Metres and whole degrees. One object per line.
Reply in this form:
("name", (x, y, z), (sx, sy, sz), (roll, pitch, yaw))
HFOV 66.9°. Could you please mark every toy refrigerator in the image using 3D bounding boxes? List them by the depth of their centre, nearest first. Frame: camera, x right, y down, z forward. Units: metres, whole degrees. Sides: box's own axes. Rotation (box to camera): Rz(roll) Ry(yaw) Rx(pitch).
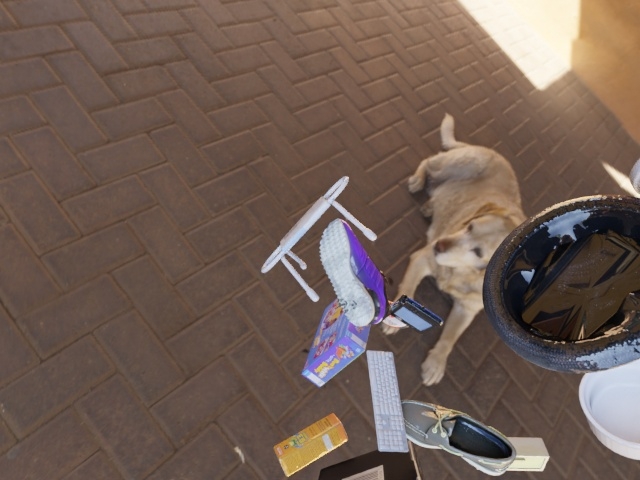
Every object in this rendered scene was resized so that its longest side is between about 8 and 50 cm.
("toy refrigerator", (0.765, 0.866, 1.959), (0.269, 0.102, 0.094), (2, 33, 0))

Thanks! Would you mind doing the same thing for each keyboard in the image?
("keyboard", (0.161, 0.387, 1.190), (0.072, 0.014, 0.256), (11, 45, -15))

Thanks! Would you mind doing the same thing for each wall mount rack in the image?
("wall mount rack", (0.000, 0.000, 1.280), (0.130, 0.350, 0.304), (41, 5, -13))

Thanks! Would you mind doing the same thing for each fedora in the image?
("fedora", (0.451, 0.087, 0.815), (0.152, 0.334, 0.334), (48, 39, -43))

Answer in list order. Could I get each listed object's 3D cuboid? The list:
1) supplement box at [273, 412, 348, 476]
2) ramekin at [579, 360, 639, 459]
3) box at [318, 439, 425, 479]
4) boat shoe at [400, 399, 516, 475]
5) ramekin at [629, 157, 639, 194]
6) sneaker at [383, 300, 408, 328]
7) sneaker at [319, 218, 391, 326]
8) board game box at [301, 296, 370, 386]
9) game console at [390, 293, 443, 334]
("supplement box", (-0.032, 0.671, 1.601), (0.233, 0.078, 0.080), (-27, 109, -16))
("ramekin", (0.911, 0.491, 1.408), (0.135, 0.277, 0.277), (60, 37, -39))
("box", (0.183, 0.817, 1.155), (0.297, 0.480, 0.472), (-21, 83, 3))
("boat shoe", (0.317, 0.462, 1.178), (0.305, 0.091, 0.109), (21, 54, 14))
("ramekin", (0.690, -0.117, 0.870), (0.207, 0.207, 0.109), (10, 51, -30))
("sneaker", (0.250, 0.269, 2.001), (0.090, 0.270, 0.145), (-54, 138, -17))
("sneaker", (0.101, 0.083, 1.256), (0.146, 0.102, 0.293), (5, 58, -43))
("board game box", (0.074, 0.292, 1.628), (0.078, 0.233, 0.347), (38, 32, -8))
("game console", (0.276, 0.317, 1.797), (0.250, 0.293, 0.173), (33, 75, 7))
